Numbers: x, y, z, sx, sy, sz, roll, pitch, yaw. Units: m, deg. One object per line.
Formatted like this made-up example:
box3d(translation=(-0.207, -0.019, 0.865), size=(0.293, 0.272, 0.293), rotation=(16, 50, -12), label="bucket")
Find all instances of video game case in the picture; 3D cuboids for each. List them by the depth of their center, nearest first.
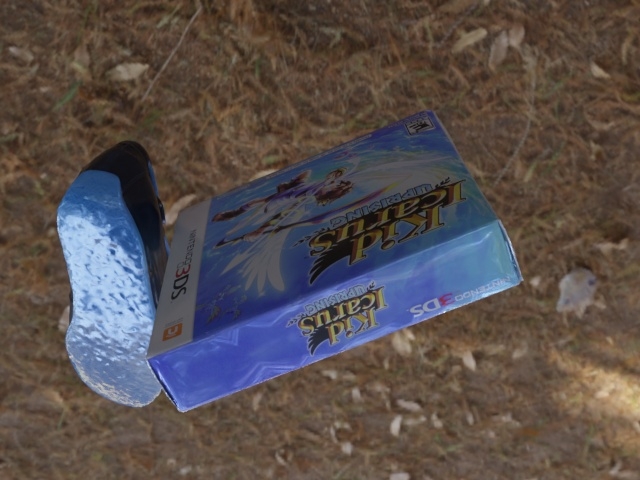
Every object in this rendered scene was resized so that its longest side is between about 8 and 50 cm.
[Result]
box3d(translation=(0.000, 0.000, 0.646), size=(0.269, 0.244, 0.061), rotation=(-22, 118, 7), label="video game case")

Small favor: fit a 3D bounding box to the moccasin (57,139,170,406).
box3d(translation=(-0.193, 0.048, 0.826), size=(0.138, 0.117, 0.342), rotation=(16, 133, 0), label="moccasin")
